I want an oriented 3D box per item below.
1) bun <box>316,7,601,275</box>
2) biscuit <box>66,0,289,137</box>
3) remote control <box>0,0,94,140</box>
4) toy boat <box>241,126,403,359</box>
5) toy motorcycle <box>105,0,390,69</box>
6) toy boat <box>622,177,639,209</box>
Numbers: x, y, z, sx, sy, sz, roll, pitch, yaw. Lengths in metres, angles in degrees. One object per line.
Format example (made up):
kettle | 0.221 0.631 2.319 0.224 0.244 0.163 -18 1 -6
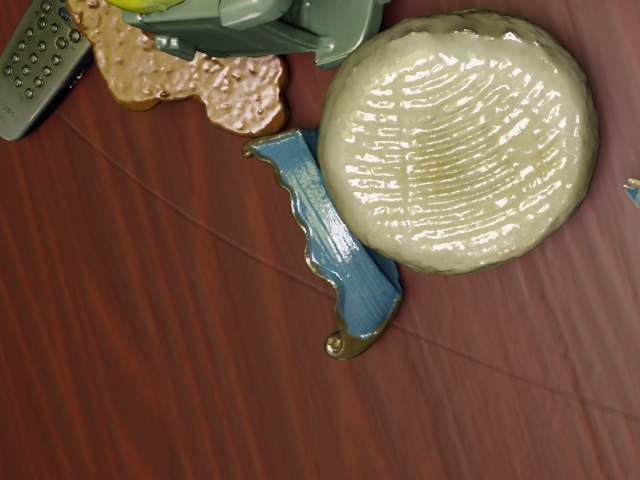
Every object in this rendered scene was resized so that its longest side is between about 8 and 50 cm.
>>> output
bun | 0.098 -0.073 0.829 0.196 0.118 0.195 3 106 11
biscuit | -0.100 -0.215 0.932 0.209 0.041 0.290 -23 92 9
remote control | -0.219 -0.179 1.006 0.072 0.042 0.222 45 110 12
toy boat | 0.000 0.000 0.908 0.077 0.075 0.185 -30 87 22
toy motorcycle | -0.033 -0.288 0.792 0.200 0.191 0.326 3 89 24
toy boat | 0.255 -0.021 0.782 0.110 0.091 0.175 23 111 1
